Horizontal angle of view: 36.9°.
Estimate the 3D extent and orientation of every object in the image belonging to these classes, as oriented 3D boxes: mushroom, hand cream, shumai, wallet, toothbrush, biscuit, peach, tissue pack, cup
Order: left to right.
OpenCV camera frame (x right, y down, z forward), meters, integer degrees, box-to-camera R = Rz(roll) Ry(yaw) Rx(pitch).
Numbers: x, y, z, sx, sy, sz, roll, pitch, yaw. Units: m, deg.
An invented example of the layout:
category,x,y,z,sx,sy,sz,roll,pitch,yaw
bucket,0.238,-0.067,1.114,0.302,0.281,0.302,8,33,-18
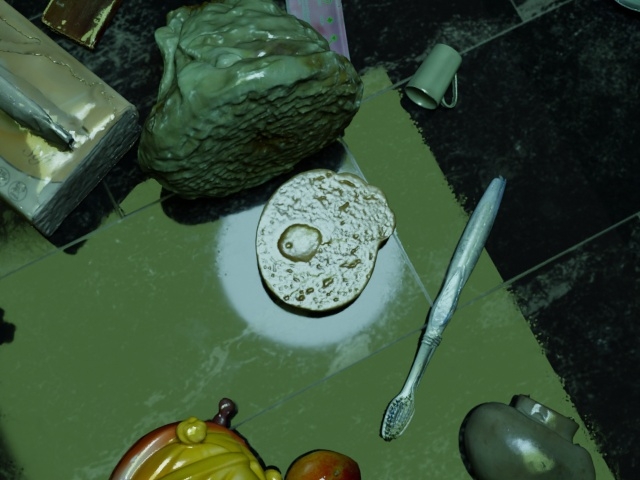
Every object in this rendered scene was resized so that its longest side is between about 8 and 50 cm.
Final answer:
category,x,y,z,sx,sy,sz,roll,pitch,yaw
tissue pack,-0.426,-0.190,1.273,0.305,0.238,0.238,40,80,5
wallet,-0.331,-0.373,1.414,0.095,0.026,0.176,27,80,-3
shumai,-0.121,-0.232,1.274,0.309,0.304,0.263,-19,69,-6
hand cream,-0.004,-0.296,1.410,0.079,0.050,0.275,1,72,-28
biscuit,0.000,0.000,1.345,0.181,0.049,0.208,23,79,2
peach,0.006,0.324,1.258,0.101,0.101,0.100,1,79,-3
cup,0.175,-0.235,1.397,0.075,0.054,0.083,31,77,4
toothbrush,0.177,0.090,1.344,0.035,0.042,0.413,24,77,2
mushroom,0.287,0.292,1.279,0.188,0.117,0.141,28,91,-2

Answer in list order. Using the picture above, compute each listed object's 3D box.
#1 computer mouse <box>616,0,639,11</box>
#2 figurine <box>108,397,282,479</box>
category,x,y,z,sx,sy,sz,roll,pitch,yaw
computer mouse,0.551,-0.401,1.427,0.289,0.097,0.159,4,77,-13
figurine,-0.190,0.359,1.194,0.323,0.196,0.320,-47,128,-2
